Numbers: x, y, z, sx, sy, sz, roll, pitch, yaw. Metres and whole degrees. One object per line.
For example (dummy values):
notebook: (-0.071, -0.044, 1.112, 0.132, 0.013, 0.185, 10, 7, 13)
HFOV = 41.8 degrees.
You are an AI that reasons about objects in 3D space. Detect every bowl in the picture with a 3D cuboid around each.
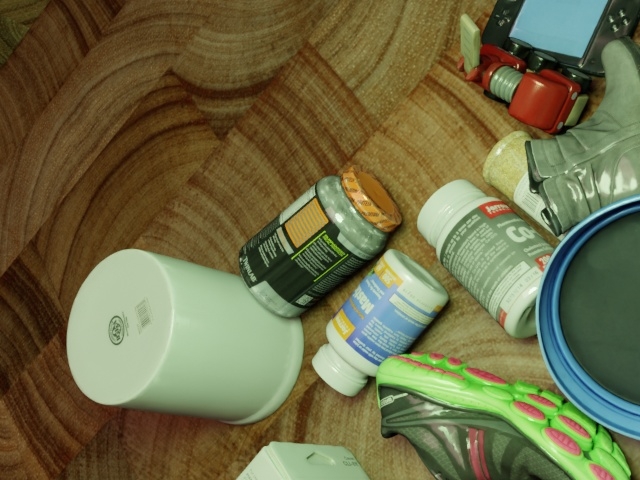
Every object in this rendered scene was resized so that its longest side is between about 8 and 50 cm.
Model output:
bowl: (0.526, 0.114, 1.262, 0.391, 0.077, 0.391, 5, 103, 20)

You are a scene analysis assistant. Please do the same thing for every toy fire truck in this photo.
toy fire truck: (0.337, -0.297, 1.490, 0.217, 0.246, 0.158, 43, 124, 36)

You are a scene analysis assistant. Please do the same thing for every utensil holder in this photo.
utensil holder: (-0.277, 0.205, 1.736, 0.327, 0.385, 0.328, -11, 71, 35)

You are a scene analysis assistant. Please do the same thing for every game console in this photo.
game console: (0.432, -0.471, 1.542, 0.293, 0.173, 0.250, 26, 92, 39)

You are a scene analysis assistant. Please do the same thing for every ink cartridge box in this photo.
ink cartridge box: (-0.095, 0.573, 1.560, 0.385, 0.279, 0.160, -52, 54, 13)

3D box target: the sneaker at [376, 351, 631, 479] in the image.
sneaker: (0.299, 0.346, 1.431, 0.482, 0.185, 0.202, 20, 107, 42)

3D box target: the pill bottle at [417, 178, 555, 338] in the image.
pill bottle: (0.310, 0.025, 1.495, 0.161, 0.161, 0.283, -50, 54, 14)

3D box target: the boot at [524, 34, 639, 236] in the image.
boot: (0.440, -0.182, 1.379, 0.222, 0.118, 0.338, -12, 57, 16)

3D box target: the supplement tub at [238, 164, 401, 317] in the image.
supplement tub: (0.000, 0.000, 1.712, 0.316, 0.193, 0.194, -38, 58, 22)

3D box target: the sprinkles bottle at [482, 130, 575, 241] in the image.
sprinkles bottle: (0.440, -0.053, 1.447, 0.121, 0.121, 0.355, -52, 53, 13)

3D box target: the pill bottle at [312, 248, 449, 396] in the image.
pill bottle: (0.107, 0.164, 1.611, 0.272, 0.152, 0.152, -52, 54, 12)
